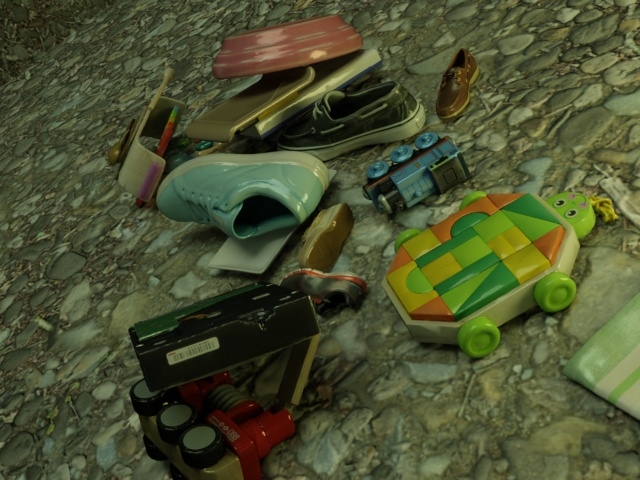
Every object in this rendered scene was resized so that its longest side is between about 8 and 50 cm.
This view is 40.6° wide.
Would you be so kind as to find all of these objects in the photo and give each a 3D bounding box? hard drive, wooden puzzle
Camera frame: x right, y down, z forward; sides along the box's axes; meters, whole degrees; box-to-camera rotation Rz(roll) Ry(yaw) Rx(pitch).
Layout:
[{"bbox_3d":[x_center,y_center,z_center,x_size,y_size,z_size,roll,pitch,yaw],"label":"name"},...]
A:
[{"bbox_3d":[-0.047,-0.320,1.867,0.318,0.040,0.210,-35,24,-18],"label":"hard drive"},{"bbox_3d":[-0.153,0.130,1.252,0.236,0.064,0.339,-18,6,-15],"label":"hard drive"},{"bbox_3d":[-0.143,-0.274,1.773,0.238,0.044,0.221,-41,26,-19],"label":"wooden puzzle"}]

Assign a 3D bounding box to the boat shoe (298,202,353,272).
[{"bbox_3d":[0.000,0.000,1.474,0.059,0.063,0.170,-8,31,35],"label":"boat shoe"}]

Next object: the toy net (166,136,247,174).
[{"bbox_3d":[-0.240,-0.205,1.934,0.232,0.045,0.122,-10,30,25],"label":"toy net"}]

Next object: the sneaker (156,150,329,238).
[{"bbox_3d":[-0.169,-0.071,1.571,0.366,0.135,0.150,-9,37,30],"label":"sneaker"}]

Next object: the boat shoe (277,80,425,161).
[{"bbox_3d":[0.041,-0.244,1.688,0.335,0.119,0.121,-12,40,33],"label":"boat shoe"}]

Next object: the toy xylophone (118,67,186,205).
[{"bbox_3d":[-0.368,-0.238,1.940,0.236,0.081,0.323,-57,17,38],"label":"toy xylophone"}]

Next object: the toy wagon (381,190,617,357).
[{"bbox_3d":[0.259,0.015,1.244,0.344,0.068,0.267,-31,34,1],"label":"toy wagon"}]

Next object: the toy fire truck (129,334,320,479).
[{"bbox_3d":[-0.120,0.226,1.229,0.246,0.158,0.217,-26,34,-29],"label":"toy fire truck"}]

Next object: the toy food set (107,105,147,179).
[{"bbox_3d":[-0.462,-0.237,2.035,0.192,0.038,0.132,-46,25,56],"label":"toy food set"}]

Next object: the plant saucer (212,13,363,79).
[{"bbox_3d":[-0.076,-0.423,1.862,0.332,0.084,0.332,-11,15,3],"label":"plant saucer"}]

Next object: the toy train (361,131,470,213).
[{"bbox_3d":[0.160,-0.112,1.475,0.184,0.080,0.105,-31,40,0],"label":"toy train"}]

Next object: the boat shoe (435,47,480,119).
[{"bbox_3d":[0.254,-0.300,1.651,0.064,0.060,0.178,-4,43,34],"label":"boat shoe"}]

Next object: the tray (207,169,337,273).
[{"bbox_3d":[-0.082,-0.034,1.603,0.145,0.030,0.270,4,48,42],"label":"tray"}]

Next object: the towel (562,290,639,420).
[{"bbox_3d":[0.469,0.133,0.960,0.248,0.038,0.325,-41,35,-12],"label":"towel"}]

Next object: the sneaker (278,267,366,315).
[{"bbox_3d":[-0.006,0.086,1.370,0.158,0.061,0.065,-6,48,33],"label":"sneaker"}]
